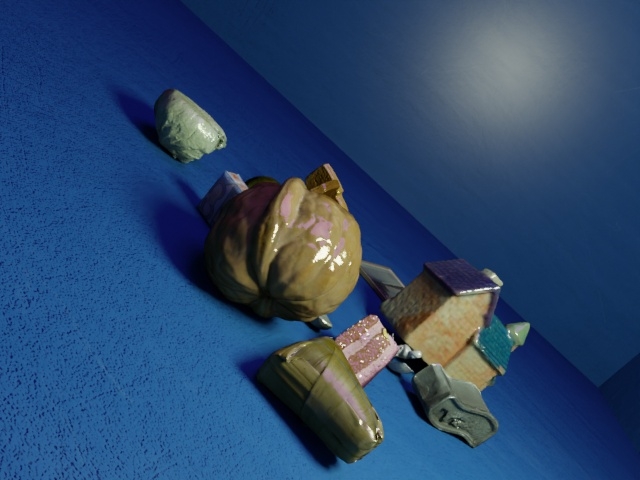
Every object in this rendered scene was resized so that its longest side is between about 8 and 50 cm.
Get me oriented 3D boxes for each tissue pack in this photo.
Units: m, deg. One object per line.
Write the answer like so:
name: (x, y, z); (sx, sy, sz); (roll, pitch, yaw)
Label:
tissue pack: (-0.187, -0.059, 1.519); (0.155, 0.115, 0.065); (52, 20, 27)

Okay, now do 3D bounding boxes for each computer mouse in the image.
computer mouse: (-0.008, 0.170, 1.527); (0.056, 0.032, 0.110); (40, 5, -17)

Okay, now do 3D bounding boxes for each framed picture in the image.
framed picture: (0.220, 0.149, 2.200); (0.213, 0.016, 0.289); (51, 17, 26)

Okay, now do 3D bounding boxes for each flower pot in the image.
flower pot: (0.317, 0.389, 1.634); (0.229, 0.103, 0.108); (34, 19, -33)

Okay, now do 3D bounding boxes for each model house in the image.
model house: (0.368, 0.210, 1.801); (0.312, 0.280, 0.245); (45, 2, -23)

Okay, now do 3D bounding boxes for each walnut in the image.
walnut: (-0.066, 0.018, 1.337); (0.296, 0.285, 0.285); (14, 13, 7)

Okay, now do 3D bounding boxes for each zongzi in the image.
zongzi: (0.035, 0.263, 1.213); (0.228, 0.115, 0.256); (43, 15, 17)

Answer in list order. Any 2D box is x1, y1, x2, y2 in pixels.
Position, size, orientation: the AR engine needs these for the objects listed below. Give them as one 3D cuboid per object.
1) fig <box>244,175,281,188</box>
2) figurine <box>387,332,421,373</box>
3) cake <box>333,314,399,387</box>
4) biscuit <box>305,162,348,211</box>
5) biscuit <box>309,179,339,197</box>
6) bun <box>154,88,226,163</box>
fig: (-0.141, -0.102, 1.810); (0.117, 0.117, 0.177); (48, -4, 17)
figurine: (0.194, 0.277, 1.664); (0.086, 0.082, 0.094); (22, -9, 8)
cake: (0.064, 0.239, 1.397); (0.116, 0.113, 0.295); (45, 26, 11)
biscuit: (0.004, -0.102, 1.936); (0.212, 0.239, 0.041); (26, 29, 34)
biscuit: (-0.054, -0.087, 1.801); (0.215, 0.182, 0.034); (-31, 81, -29)
bun: (-0.327, -0.266, 1.701); (0.204, 0.126, 0.212); (51, 9, 26)
